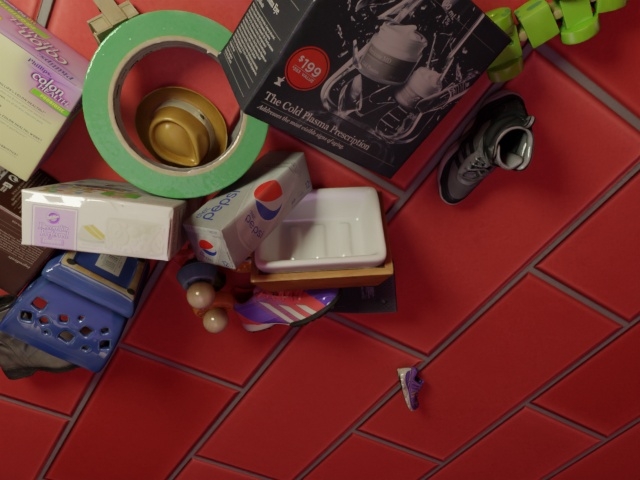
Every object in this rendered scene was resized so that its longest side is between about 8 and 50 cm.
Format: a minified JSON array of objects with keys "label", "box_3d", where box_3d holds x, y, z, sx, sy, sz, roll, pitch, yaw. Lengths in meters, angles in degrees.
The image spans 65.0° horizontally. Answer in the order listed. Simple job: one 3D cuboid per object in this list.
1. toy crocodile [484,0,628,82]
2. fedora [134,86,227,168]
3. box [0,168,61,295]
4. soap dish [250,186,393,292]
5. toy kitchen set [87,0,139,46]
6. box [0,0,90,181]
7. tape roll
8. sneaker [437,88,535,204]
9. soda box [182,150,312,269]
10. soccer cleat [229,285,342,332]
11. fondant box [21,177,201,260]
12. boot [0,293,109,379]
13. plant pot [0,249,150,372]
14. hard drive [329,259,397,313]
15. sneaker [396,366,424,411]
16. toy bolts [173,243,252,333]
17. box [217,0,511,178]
[{"label":"toy crocodile","box_3d":[0.378,-0.388,0.902,0.340,0.105,0.115,-24,123,20]},{"label":"fedora","box_3d":[-0.284,-0.208,1.012,0.194,0.079,0.195,-1,126,-2]},{"label":"box","box_3d":[-0.645,-0.029,1.071,0.167,0.169,0.203,38,116,-25]},{"label":"soap dish","box_3d":[0.000,0.000,1.090,0.290,0.229,0.118,-3,142,0]},{"label":"toy kitchen set","box_3d":[-0.377,-0.394,0.912,0.083,0.075,0.068,-36,82,-15]},{"label":"box","box_3d":[-0.571,-0.276,0.931,0.213,0.117,0.243,36,118,-23]},{"label":"tape roll","box_3d":[-0.254,-0.240,0.916,0.320,0.077,0.322,-3,102,-12]},{"label":"sneaker","box_3d":[0.331,-0.162,1.018,0.101,0.153,0.269,19,123,-14]},{"label":"soda box","box_3d":[-0.131,-0.071,0.985,0.097,0.286,0.091,10,131,31]},{"label":"soccer cleat","box_3d":[-0.094,0.140,1.209,0.318,0.109,0.117,-17,113,37]},{"label":"fondant box","box_3d":[-0.373,-0.051,0.964,0.238,0.330,0.096,7,98,-6]},{"label":"boot","box_3d":[-0.731,0.233,1.293,0.337,0.118,0.223,-17,119,5]},{"label":"plant pot","box_3d":[-0.533,0.117,1.148,0.235,0.236,0.212,33,111,-22]},{"label":"hard drive","box_3d":[0.059,0.103,1.234,0.254,0.054,0.172,-1,126,14]},{"label":"sneaker","box_3d":[0.278,0.444,1.501,0.071,0.068,0.170,-16,124,2]},{"label":"toy bolts","box_3d":[-0.222,0.096,1.134,0.218,0.159,0.228,-23,150,8]},{"label":"box","box_3d":[0.068,-0.314,0.821,0.343,0.179,0.313,16,125,-39]}]
